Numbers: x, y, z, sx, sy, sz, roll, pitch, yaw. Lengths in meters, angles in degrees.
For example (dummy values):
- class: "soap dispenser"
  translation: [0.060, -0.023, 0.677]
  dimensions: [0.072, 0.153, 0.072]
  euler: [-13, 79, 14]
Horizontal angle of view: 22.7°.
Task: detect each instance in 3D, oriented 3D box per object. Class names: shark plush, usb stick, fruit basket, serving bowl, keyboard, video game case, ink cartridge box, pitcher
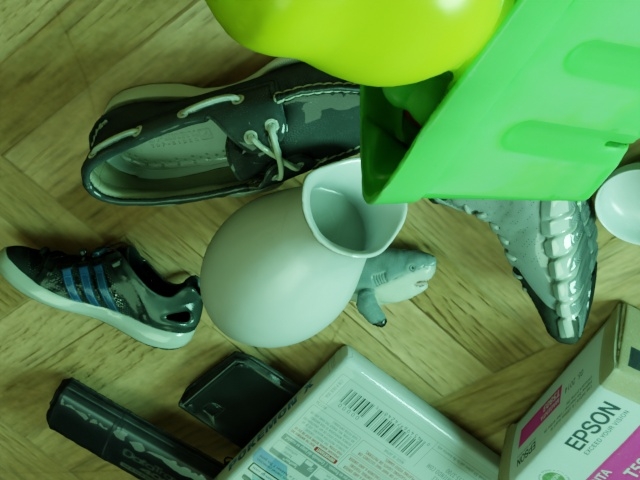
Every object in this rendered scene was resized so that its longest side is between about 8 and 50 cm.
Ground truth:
- class: "shark plush"
  translation: [0.025, 0.012, 1.446]
  dimensions: [0.161, 0.073, 0.067]
  euler: [29, 118, 20]
- class: "usb stick"
  translation: [-0.164, 0.233, 1.678]
  dimensions: [0.278, 0.045, 0.077]
  euler: [29, 134, 4]
- class: "fruit basket"
  translation: [0.085, -0.202, 1.027]
  dimensions: [0.392, 0.282, 0.392]
  euler: [0, 140, 0]
- class: "serving bowl"
  translation: [0.269, -0.035, 1.312]
  dimensions: [0.083, 0.027, 0.083]
  euler: [9, 135, 9]
- class: "keyboard"
  translation: [-0.008, 0.238, 1.670]
  dimensions: [0.317, 0.033, 0.201]
  euler: [36, 132, -15]
- class: "video game case"
  translation: [0.053, 0.300, 1.628]
  dimensions: [0.329, 0.036, 0.300]
  euler: [37, 110, -18]
- class: "ink cartridge box"
  translation: [0.301, 0.190, 1.477]
  dimensions: [0.193, 0.088, 0.234]
  euler: [24, 136, -7]
- class: "pitcher"
  translation: [0.000, 0.000, 1.351]
  dimensions: [0.125, 0.178, 0.207]
  euler: [55, 139, 5]

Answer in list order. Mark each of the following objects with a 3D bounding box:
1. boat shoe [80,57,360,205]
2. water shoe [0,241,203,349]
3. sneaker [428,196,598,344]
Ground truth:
- class: "boat shoe"
  translation: [-0.061, -0.083, 1.332]
  dimensions: [0.303, 0.091, 0.114]
  euler: [-11, 128, 28]
- class: "water shoe"
  translation: [-0.207, 0.032, 1.526]
  dimensions: [0.203, 0.073, 0.080]
  euler: [22, 109, -2]
- class: "sneaker"
  translation: [0.159, -0.017, 1.339]
  dimensions: [0.132, 0.086, 0.228]
  euler: [4, 124, 22]
